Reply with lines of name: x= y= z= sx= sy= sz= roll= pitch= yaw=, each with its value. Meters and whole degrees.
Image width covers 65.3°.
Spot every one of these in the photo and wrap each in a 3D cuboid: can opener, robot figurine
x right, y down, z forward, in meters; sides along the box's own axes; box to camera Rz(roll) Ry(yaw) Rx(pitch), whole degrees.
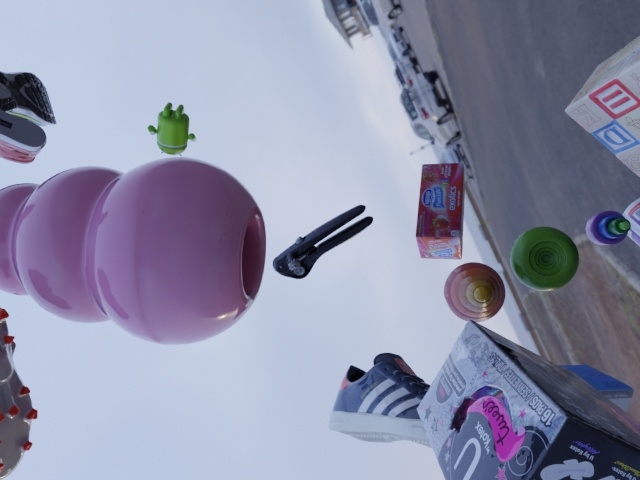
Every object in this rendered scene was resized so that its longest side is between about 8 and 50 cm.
can opener: x=0.000 y=0.000 z=0.815 sx=0.059 sy=0.186 sz=0.073 roll=44 pitch=-160 yaw=-33
robot figurine: x=-0.320 y=-0.237 z=1.084 sx=0.067 sy=0.101 sz=0.115 roll=-98 pitch=19 yaw=-55

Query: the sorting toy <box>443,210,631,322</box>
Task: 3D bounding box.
sorting toy: x=0.408 y=0.044 z=0.932 sx=0.127 sy=0.365 sz=0.126 roll=64 pitch=-172 yaw=8

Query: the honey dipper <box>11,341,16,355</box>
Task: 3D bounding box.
honey dipper: x=-0.526 y=0.228 z=0.807 sx=0.030 sy=0.160 sz=0.030 roll=24 pitch=-158 yaw=-10

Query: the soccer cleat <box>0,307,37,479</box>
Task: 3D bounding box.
soccer cleat: x=-0.340 y=0.146 z=0.500 sx=0.068 sy=0.076 sz=0.196 roll=-42 pitch=-46 yaw=-68

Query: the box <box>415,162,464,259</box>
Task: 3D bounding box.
box: x=0.347 y=-0.085 z=1.433 sx=0.128 sy=0.122 sz=0.257 roll=62 pitch=-146 yaw=-55

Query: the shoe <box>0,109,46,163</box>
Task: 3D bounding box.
shoe: x=-0.553 y=-0.188 z=0.822 sx=0.178 sy=0.081 sz=0.063 roll=28 pitch=-126 yaw=-30

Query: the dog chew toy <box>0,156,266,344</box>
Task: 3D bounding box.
dog chew toy: x=-0.235 y=0.005 z=0.565 sx=0.206 sy=0.332 sz=0.206 roll=4 pitch=-90 yaw=-82

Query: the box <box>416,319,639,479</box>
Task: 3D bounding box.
box: x=0.215 y=0.206 z=0.502 sx=0.163 sy=0.142 sz=0.247 roll=27 pitch=-174 yaw=-4

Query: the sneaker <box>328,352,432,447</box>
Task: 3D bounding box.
sneaker: x=0.151 y=0.263 z=0.842 sx=0.131 sy=0.350 sz=0.148 roll=33 pitch=-121 yaw=-33

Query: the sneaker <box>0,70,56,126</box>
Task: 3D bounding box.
sneaker: x=-0.646 y=-0.278 z=0.996 sx=0.300 sy=0.121 sz=0.111 roll=-51 pitch=-53 yaw=-83

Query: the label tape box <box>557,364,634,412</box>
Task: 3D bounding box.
label tape box: x=0.387 y=0.391 z=0.880 sx=0.106 sy=0.240 sz=0.333 roll=30 pitch=111 yaw=63

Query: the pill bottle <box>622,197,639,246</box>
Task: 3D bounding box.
pill bottle: x=0.701 y=-0.002 z=0.989 sx=0.108 sy=0.108 sz=0.193 roll=56 pitch=-166 yaw=-33

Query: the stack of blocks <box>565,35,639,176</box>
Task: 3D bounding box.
stack of blocks: x=0.412 y=-0.158 z=0.477 sx=0.171 sy=0.087 sz=0.297 roll=40 pitch=167 yaw=-1
